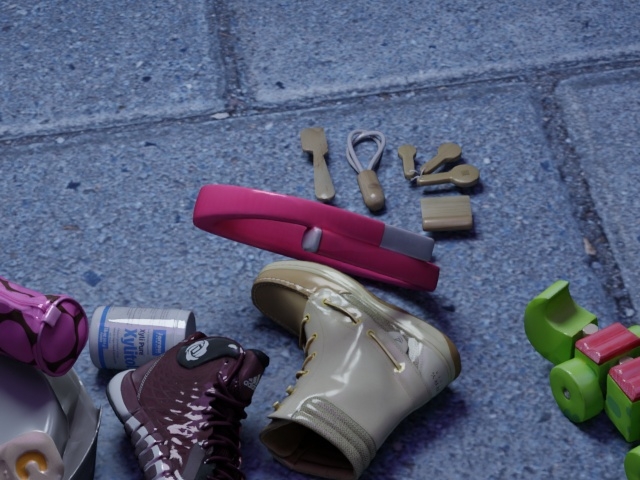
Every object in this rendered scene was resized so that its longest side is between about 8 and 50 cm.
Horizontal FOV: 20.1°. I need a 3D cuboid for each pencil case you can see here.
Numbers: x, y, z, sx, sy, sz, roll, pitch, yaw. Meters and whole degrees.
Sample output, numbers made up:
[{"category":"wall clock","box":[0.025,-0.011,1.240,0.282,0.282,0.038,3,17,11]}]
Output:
[{"category":"pencil case","box":[-0.341,0.064,1.865,0.209,0.098,0.095,21,48,24]}]

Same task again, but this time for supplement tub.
[{"category":"supplement tub","box":[-0.194,0.108,1.973,0.107,0.071,0.071,2,43,8]}]

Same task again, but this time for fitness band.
[{"category":"fitness band","box":[0.000,0.000,1.954,0.209,0.291,0.054,5,79,55]}]

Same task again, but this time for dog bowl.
[{"category":"dog bowl","box":[-0.389,0.215,1.852,0.348,0.102,0.349,-3,43,3]}]

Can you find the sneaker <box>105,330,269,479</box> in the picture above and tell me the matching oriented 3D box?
[{"category":"sneaker","box":[-0.103,0.188,1.815,0.162,0.106,0.281,-39,48,3]}]

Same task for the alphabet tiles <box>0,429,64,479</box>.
[{"category":"alphabet tiles","box":[-0.348,0.306,1.680,0.278,0.021,0.284,-25,83,-9]}]

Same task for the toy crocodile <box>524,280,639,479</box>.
[{"category":"toy crocodile","box":[0.335,0.166,1.840,0.115,0.105,0.340,-24,47,-20]}]

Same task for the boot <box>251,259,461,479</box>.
[{"category":"boot","box":[-0.011,0.137,1.915,0.262,0.095,0.203,27,53,26]}]

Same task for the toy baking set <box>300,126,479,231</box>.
[{"category":"toy baking set","box":[0.073,-0.063,2.170,0.256,0.030,0.197,13,43,18]}]
